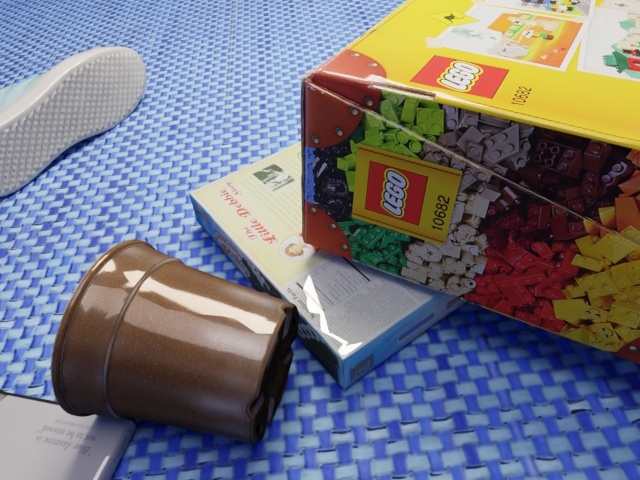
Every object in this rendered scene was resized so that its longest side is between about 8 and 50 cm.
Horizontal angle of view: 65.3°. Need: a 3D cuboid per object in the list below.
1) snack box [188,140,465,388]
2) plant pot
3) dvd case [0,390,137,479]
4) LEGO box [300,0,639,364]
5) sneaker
[{"bbox_3d":[0.000,0.000,0.597,0.187,0.060,0.322,-29,49,-23],"label":"snack box"},{"bbox_3d":[-0.114,0.098,0.456,0.165,0.167,0.167,13,48,9],"label":"plant pot"},{"bbox_3d":[-0.291,0.251,0.413,0.181,0.022,0.253,6,47,12],"label":"dvd case"},{"bbox_3d":[0.258,-0.151,0.574,0.373,0.193,0.500,20,45,20],"label":"LEGO box"},{"bbox_3d":[-0.460,-0.226,0.826,0.150,0.135,0.366,23,52,23],"label":"sneaker"}]
